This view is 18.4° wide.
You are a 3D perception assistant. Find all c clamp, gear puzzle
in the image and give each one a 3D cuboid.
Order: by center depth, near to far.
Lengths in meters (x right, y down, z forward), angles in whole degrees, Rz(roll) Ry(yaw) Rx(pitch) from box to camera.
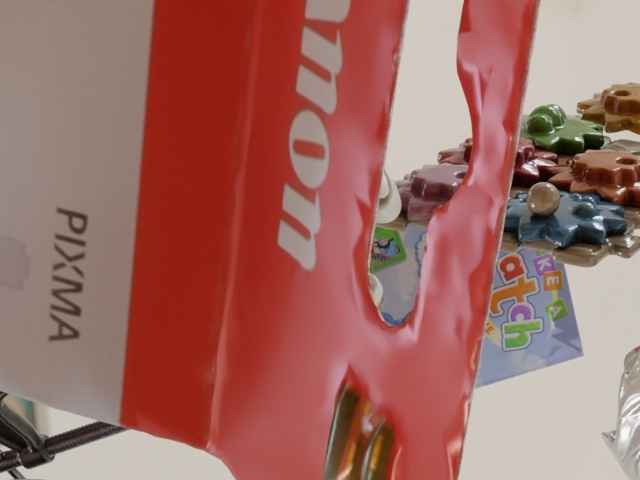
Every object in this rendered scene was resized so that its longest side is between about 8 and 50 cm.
[{"bbox_3d":[-0.128,0.093,1.096,0.160,0.137,0.022,-24,-136,23],"label":"c clamp"},{"bbox_3d":[0.183,-0.064,1.363,0.175,0.339,0.044,12,-67,27],"label":"gear puzzle"}]

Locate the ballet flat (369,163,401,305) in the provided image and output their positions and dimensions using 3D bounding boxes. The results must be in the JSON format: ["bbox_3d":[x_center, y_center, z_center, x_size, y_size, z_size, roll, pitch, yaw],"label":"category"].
[{"bbox_3d":[0.000,0.000,0.887,0.067,0.073,0.206,10,-100,16],"label":"ballet flat"}]

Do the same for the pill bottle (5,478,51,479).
[{"bbox_3d":[-0.171,0.284,1.137,0.160,0.160,0.283,33,-46,31],"label":"pill bottle"}]

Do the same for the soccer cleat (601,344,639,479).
[{"bbox_3d":[0.230,0.073,1.248,0.076,0.068,0.196,42,-55,37],"label":"soccer cleat"}]

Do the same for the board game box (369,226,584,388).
[{"bbox_3d":[0.083,0.043,1.510,0.039,0.211,0.160,-125,-161,-70],"label":"board game box"}]

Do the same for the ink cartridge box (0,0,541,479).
[{"bbox_3d":[-0.084,-0.086,0.611,0.385,0.091,0.308,39,-51,50],"label":"ink cartridge box"}]
